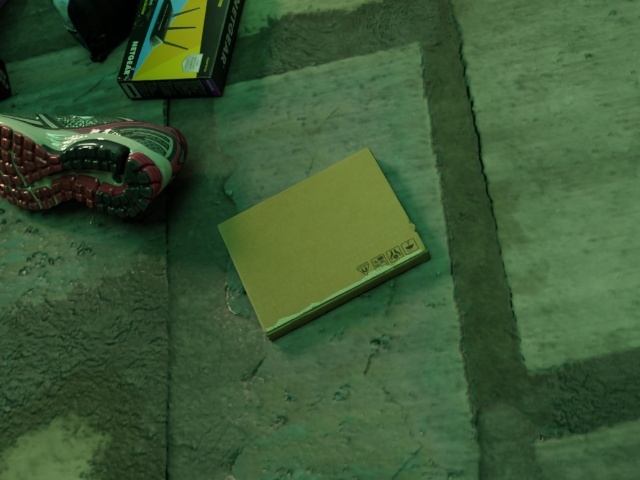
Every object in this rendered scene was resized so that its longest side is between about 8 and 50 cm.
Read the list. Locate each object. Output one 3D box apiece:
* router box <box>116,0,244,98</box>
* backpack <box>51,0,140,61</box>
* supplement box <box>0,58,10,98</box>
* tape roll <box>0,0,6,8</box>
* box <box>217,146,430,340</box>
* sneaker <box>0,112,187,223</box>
[{"bbox_3d":[-0.178,-0.269,1.501,0.133,0.046,0.179,0,61,18],"label":"router box"},{"bbox_3d":[-0.302,-0.317,1.528,0.105,0.114,0.084,-42,58,-8],"label":"backpack"},{"bbox_3d":[-0.553,-0.205,1.535,0.239,0.130,0.073,-25,55,4],"label":"supplement box"},{"bbox_3d":[-0.580,-0.400,1.682,0.275,0.090,0.275,-8,60,14],"label":"tape roll"},{"bbox_3d":[0.000,0.000,1.303,0.201,0.021,0.164,-28,56,1],"label":"box"},{"bbox_3d":[-0.302,-0.101,1.418,0.299,0.121,0.112,12,36,25],"label":"sneaker"}]
